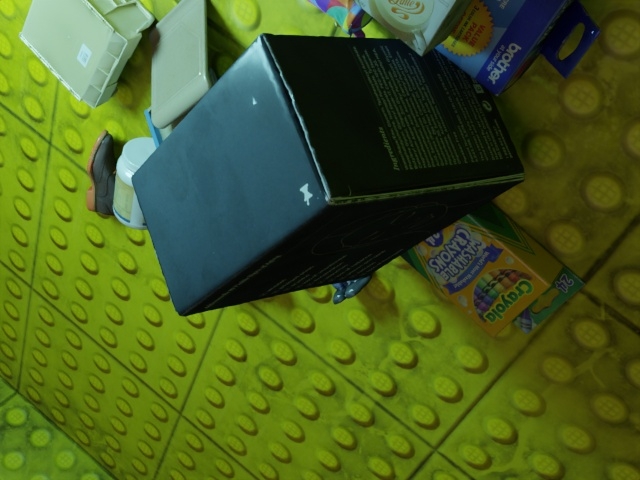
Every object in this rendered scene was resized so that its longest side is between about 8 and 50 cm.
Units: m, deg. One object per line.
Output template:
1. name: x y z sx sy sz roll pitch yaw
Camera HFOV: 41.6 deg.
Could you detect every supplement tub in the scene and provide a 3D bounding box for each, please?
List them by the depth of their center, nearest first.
1. supplement tub: -0.436 -0.141 2.089 0.144 0.144 0.199 33 134 15

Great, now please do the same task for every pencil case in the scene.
1. pencil case: 0.003 -0.475 1.553 0.236 0.104 0.104 42 136 8

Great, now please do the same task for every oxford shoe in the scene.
1. oxford shoe: -0.551 -0.175 2.211 0.098 0.097 0.271 19 136 1

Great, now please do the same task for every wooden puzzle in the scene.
1. wooden puzzle: -0.301 -0.388 1.824 0.221 0.044 0.238 -26 65 45

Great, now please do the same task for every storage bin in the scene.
1. storage bin: -0.540 -0.488 1.946 0.260 0.123 0.262 46 136 1

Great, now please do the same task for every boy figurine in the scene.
1. boy figurine: 0.000 0.000 1.891 0.177 0.092 0.285 -24 106 47

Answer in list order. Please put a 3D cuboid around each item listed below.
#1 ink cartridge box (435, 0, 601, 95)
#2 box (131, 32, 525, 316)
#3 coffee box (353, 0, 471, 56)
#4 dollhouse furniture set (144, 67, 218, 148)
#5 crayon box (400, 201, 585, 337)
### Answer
1. ink cartridge box: 0.272 -0.426 1.344 0.395 0.151 0.270 38 135 8
2. box: 0.004 -0.111 1.490 0.480 0.472 0.297 -35 73 46
3. coffee box: 0.114 -0.421 1.289 0.246 0.098 0.141 41 136 7
4. dollhouse furniture set: -0.203 -0.256 1.889 0.286 0.198 0.303 -38 61 25
5. crayon box: 0.330 0.051 1.675 0.323 0.083 0.203 41 136 7
